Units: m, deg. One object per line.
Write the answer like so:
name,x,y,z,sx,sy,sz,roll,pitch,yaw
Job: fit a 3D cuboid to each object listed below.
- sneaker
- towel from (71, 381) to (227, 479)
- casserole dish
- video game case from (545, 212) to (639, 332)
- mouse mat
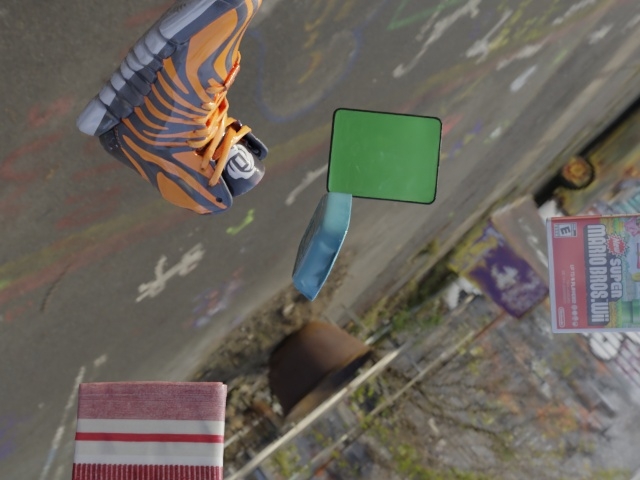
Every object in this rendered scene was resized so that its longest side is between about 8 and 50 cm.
sneaker,-0.105,-0.138,0.851,0.321,0.180,0.124,-27,-156,54
towel,-0.269,0.385,1.334,0.237,0.329,0.037,0,165,4
casserole dish,0.000,0.000,1.078,0.188,0.037,0.114,-78,-167,-69
video game case,0.526,0.054,1.428,0.285,0.204,0.025,-3,-166,16
mouse mat,0.109,-0.143,1.461,0.007,0.190,0.152,155,-59,-88
